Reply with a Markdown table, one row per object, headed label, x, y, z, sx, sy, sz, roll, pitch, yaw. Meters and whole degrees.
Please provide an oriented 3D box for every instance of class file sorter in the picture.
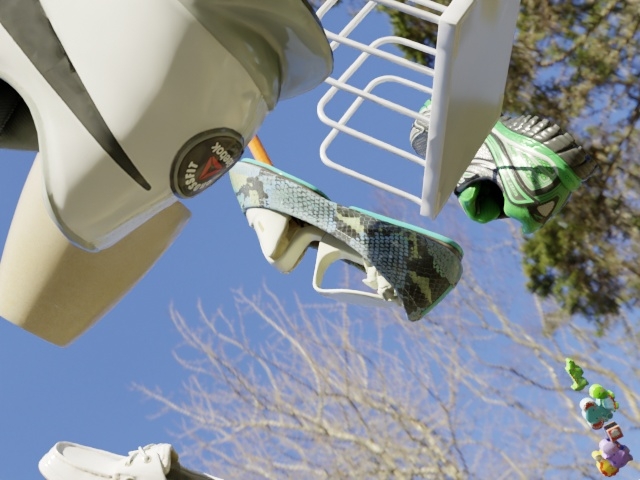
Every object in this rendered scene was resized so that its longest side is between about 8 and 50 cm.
| label | x | y | z | sx | sy | sz | roll | pitch | yaw |
| --- | --- | --- | --- | --- | --- | --- | --- | --- | --- |
| file sorter | 0.101 | -0.204 | 0.984 | 0.193 | 0.173 | 0.278 | -53 | -23 | -32 |

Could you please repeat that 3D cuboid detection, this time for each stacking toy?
| label | x | y | z | sx | sy | sz | roll | pitch | yaw |
| --- | --- | --- | --- | --- | --- | --- | --- | --- | --- |
| stacking toy | 0.466 | 0.314 | 1.472 | 0.052 | 0.167 | 0.221 | -26 | -84 | 1 |

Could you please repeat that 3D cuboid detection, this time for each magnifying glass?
| label | x | y | z | sx | sy | sz | roll | pitch | yaw |
| --- | --- | --- | --- | --- | --- | --- | --- | --- | --- |
| magnifying glass | -0.075 | -0.091 | 1.534 | 0.026 | 0.231 | 0.092 | -22 | -19 | -13 |

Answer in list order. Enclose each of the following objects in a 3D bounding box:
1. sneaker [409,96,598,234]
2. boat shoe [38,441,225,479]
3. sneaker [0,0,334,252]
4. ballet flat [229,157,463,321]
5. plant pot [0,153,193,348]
| label | x | y | z | sx | sy | sz | roll | pitch | yaw |
| --- | --- | --- | --- | --- | --- | --- | --- | --- | --- |
| sneaker | 0.220 | -0.113 | 1.269 | 0.134 | 0.343 | 0.146 | 41 | -94 | -30 |
| boat shoe | -0.206 | 0.294 | 1.113 | 0.277 | 0.098 | 0.096 | 21 | -82 | -3 |
| sneaker | -0.159 | -0.122 | 0.395 | 0.146 | 0.330 | 0.122 | -47 | -29 | -5 |
| ballet flat | 0.000 | 0.000 | 0.583 | 0.070 | 0.188 | 0.070 | -32 | -47 | -42 |
| plant pot | -0.374 | 0.016 | 1.374 | 0.256 | 0.256 | 0.274 | 34 | -101 | -34 |
